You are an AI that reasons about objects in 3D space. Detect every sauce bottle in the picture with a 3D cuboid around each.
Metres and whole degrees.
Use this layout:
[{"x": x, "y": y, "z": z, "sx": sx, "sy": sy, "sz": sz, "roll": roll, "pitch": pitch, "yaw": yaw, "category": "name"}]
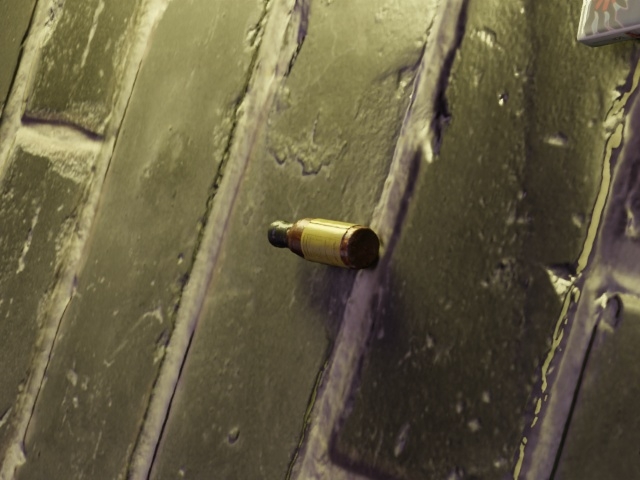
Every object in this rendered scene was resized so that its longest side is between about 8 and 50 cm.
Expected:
[{"x": 0.000, "y": 0.000, "z": 1.413, "sx": 0.128, "sy": 0.042, "sz": 0.042, "roll": 12, "pitch": 85, "yaw": 53, "category": "sauce bottle"}]

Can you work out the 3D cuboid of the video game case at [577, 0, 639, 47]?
[{"x": 0.278, "y": -0.256, "z": 1.175, "sx": 0.183, "sy": 0.023, "sz": 0.201, "roll": -5, "pitch": 71, "yaw": 56, "category": "video game case"}]
